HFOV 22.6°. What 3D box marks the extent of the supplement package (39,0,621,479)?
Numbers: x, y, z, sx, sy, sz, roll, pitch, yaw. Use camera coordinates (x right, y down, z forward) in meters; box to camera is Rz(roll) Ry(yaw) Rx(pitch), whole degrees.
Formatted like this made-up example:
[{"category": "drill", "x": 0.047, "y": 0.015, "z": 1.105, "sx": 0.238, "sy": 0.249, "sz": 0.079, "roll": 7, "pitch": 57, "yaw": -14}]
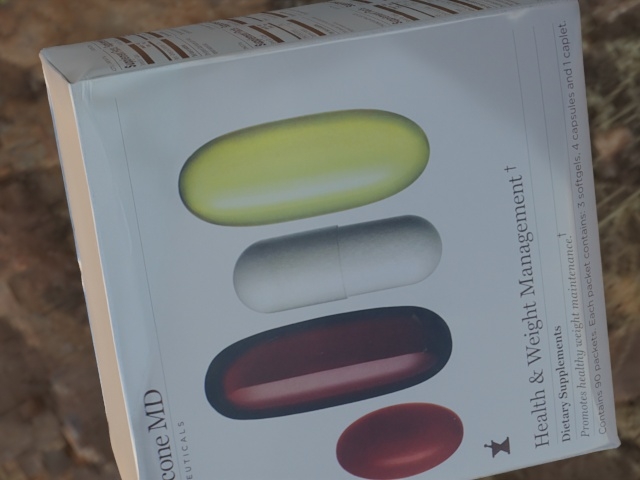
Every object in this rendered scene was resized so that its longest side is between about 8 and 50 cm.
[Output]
[{"category": "supplement package", "x": 0.000, "y": 0.000, "z": 0.691, "sx": 0.149, "sy": 0.203, "sz": 0.194, "roll": -140, "pitch": 40, "yaw": -72}]
